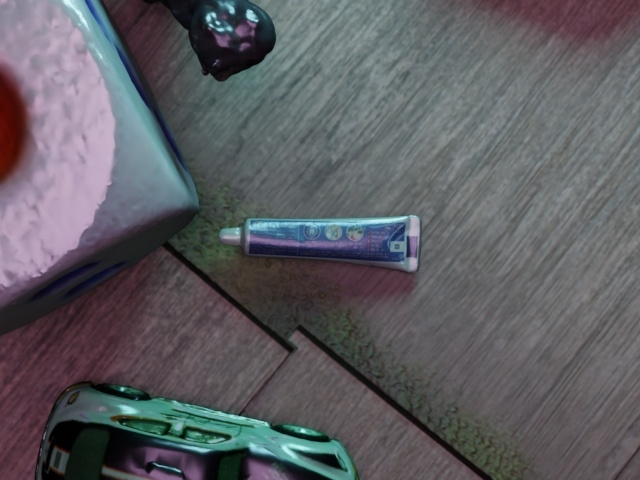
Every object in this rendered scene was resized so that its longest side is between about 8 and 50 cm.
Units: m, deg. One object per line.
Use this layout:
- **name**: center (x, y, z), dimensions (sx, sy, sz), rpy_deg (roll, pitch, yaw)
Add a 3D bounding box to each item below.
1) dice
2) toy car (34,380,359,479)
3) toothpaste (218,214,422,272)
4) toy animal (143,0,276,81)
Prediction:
- **dice**: center (-0.259, -0.079, 0.847), dimensions (0.243, 0.251, 0.259), rpy_deg (-29, 88, 0)
- **toy car**: center (-0.115, 0.223, 0.897), dimensions (0.305, 0.125, 0.136), rpy_deg (14, 87, 1)
- **toothpaste**: center (0.000, 0.000, 0.953), dimensions (0.197, 0.035, 0.057), rpy_deg (2, 94, -4)
- **toy animal**: center (-0.135, -0.267, 0.893), dimensions (0.106, 0.168, 0.343), rpy_deg (-33, 73, -4)
